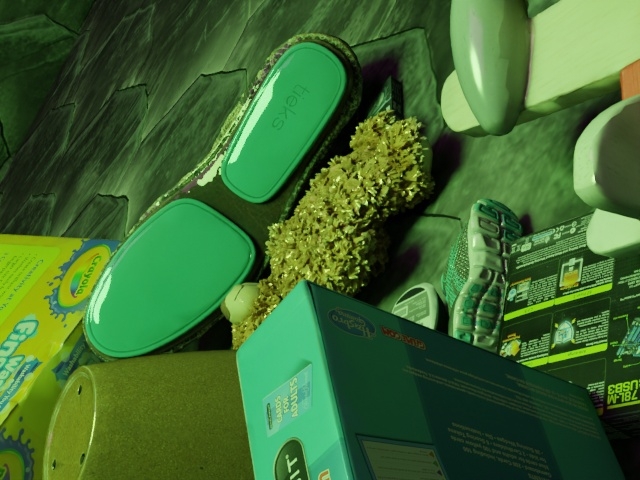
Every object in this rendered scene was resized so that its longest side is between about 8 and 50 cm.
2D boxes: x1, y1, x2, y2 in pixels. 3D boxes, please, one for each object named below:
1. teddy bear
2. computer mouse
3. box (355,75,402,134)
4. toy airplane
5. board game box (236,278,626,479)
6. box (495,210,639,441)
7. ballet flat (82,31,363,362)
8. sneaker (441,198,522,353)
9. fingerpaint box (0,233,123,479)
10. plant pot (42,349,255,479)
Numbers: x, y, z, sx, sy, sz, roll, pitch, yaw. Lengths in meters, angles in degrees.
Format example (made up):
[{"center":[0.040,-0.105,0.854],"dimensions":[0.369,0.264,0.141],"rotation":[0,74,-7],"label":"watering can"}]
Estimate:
[{"center":[0.000,0.000,1.143],"dimensions":[0.338,0.113,0.245],"rotation":[-51,26,16],"label":"teddy bear"},{"center":[0.093,0.129,0.937],"dimensions":[0.106,0.042,0.193],"rotation":[-32,43,49],"label":"computer mouse"},{"center":[0.069,-0.148,1.268],"dimensions":[0.067,0.018,0.083],"rotation":[-38,34,36],"label":"box"},{"center":[0.226,-0.184,0.714],"dimensions":[0.386,0.272,0.384],"rotation":[-51,20,18],"label":"toy airplane"},{"center":[0.095,0.202,0.581],"dimensions":[0.079,0.253,0.336],"rotation":[-47,36,30],"label":"board game box"},{"center":[0.215,0.059,0.796],"dimensions":[0.190,0.045,0.184],"rotation":[-24,46,47],"label":"box"},{"center":[-0.105,-0.042,1.330],"dimensions":[0.483,0.164,0.182],"rotation":[-53,-6,3],"label":"ballet flat"},{"center":[0.137,0.048,0.936],"dimensions":[0.076,0.065,0.166],"rotation":[-50,21,54],"label":"sneaker"},{"center":[-0.447,0.203,1.395],"dimensions":[0.371,0.163,0.445],"rotation":[2,46,35],"label":"fingerpaint box"},{"center":[-0.099,0.193,0.917],"dimensions":[0.237,0.254,0.237],"rotation":[-35,47,49],"label":"plant pot"}]
